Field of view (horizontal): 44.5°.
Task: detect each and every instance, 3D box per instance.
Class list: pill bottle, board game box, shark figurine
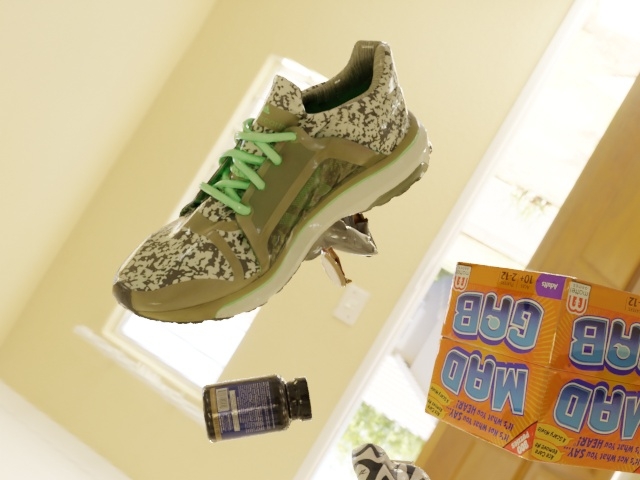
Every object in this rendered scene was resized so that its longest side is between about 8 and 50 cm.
[{"bbox_3d":[-0.132,0.347,1.640,0.219,0.122,0.123,-8,-179,-5],"label":"pill bottle"},{"bbox_3d":[0.499,0.264,1.687,0.356,0.356,0.357,14,177,-26],"label":"board game box"},{"bbox_3d":[-0.026,-0.012,1.748,0.278,0.116,0.166,21,174,28],"label":"shark figurine"}]

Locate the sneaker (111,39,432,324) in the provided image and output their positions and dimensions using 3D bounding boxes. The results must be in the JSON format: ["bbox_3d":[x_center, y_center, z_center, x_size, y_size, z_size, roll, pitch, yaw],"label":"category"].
[{"bbox_3d":[-0.055,-0.080,0.808,0.158,0.410,0.182,27,144,38],"label":"sneaker"}]

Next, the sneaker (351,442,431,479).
[{"bbox_3d":[0.161,0.555,1.697,0.235,0.094,0.153,44,-151,-30],"label":"sneaker"}]

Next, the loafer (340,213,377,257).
[{"bbox_3d":[0.092,-0.034,1.905,0.061,0.062,0.170,-24,107,41],"label":"loafer"}]

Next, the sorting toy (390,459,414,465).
[{"bbox_3d":[0.191,0.558,1.916,0.083,0.044,0.075,-1,165,19],"label":"sorting toy"}]

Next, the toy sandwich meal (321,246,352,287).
[{"bbox_3d":[0.030,0.050,1.452,0.085,0.029,0.085,52,163,23],"label":"toy sandwich meal"}]
